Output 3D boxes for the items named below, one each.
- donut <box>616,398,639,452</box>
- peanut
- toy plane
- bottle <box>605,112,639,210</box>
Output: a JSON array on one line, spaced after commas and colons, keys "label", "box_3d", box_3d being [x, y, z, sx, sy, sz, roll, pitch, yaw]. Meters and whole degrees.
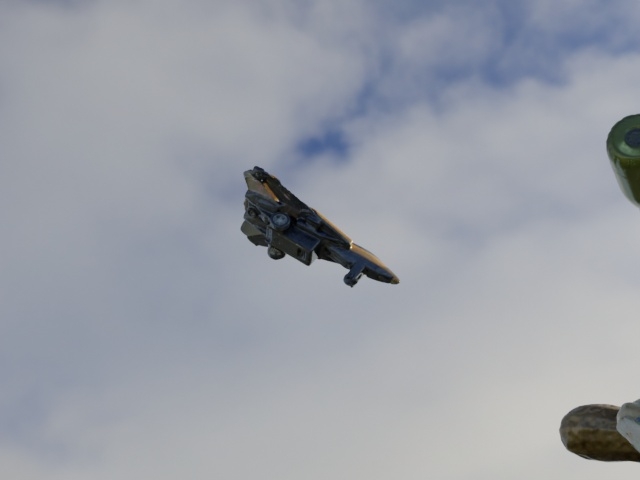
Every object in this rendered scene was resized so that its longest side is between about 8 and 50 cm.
[{"label": "donut", "box_3d": [0.430, 0.248, 1.441, 0.065, 0.166, 0.108, -34, -21, -12]}, {"label": "peanut", "box_3d": [0.507, 0.320, 1.979, 0.226, 0.095, 0.108, 3, -9, 13]}, {"label": "toy plane", "box_3d": [-0.008, 0.007, 2.094, 0.103, 0.316, 0.204, -41, -25, -31]}, {"label": "bottle", "box_3d": [0.590, -0.118, 2.165, 0.112, 0.112, 0.260, -21, -35, 13]}]
